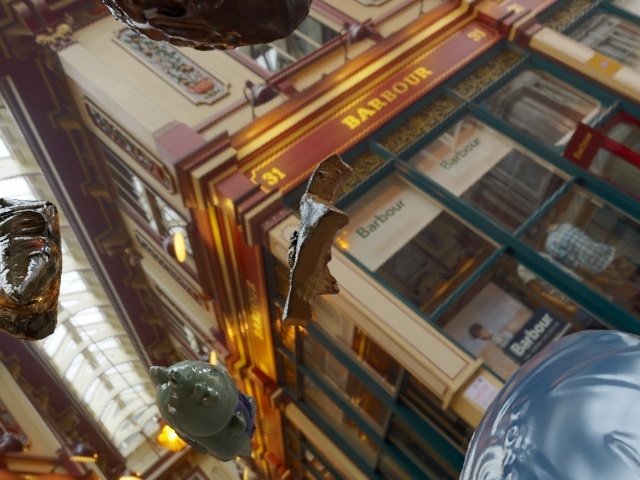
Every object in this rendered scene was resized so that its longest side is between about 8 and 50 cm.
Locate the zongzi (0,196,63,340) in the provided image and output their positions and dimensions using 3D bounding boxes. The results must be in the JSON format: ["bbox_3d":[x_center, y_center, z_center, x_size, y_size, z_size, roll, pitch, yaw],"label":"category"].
[{"bbox_3d":[-0.510,0.106,1.026,0.134,0.288,0.286,-4,-56,-25],"label":"zongzi"}]

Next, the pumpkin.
[{"bbox_3d":[-0.007,0.024,0.990,0.258,0.095,0.290,-73,-7,-61],"label":"pumpkin"}]

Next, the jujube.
[{"bbox_3d":[-0.168,-0.416,0.902,0.258,0.376,0.259,-10,-78,-53],"label":"jujube"}]

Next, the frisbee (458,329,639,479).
[{"bbox_3d":[0.140,0.191,0.380,0.289,0.049,0.290,-160,90,-80],"label":"frisbee"}]

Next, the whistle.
[{"bbox_3d":[-0.132,0.213,0.735,0.092,0.110,0.244,-62,-29,-29],"label":"whistle"}]
